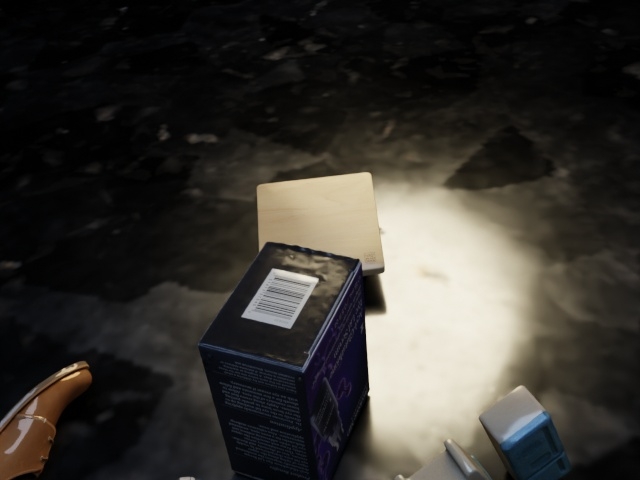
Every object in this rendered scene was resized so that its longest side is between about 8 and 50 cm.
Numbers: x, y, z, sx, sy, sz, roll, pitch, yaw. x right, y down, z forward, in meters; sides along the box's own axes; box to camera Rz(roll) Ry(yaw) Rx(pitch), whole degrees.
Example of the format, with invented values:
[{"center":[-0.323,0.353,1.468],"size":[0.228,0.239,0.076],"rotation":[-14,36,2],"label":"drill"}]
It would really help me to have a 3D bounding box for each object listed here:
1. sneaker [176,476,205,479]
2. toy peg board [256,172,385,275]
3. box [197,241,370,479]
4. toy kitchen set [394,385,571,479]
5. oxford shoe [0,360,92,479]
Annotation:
[{"center":[-0.050,0.259,0.661],"size":[0.164,0.226,0.086],"rotation":[3,82,-14],"label":"sneaker"},{"center":[0.000,0.000,1.027],"size":[0.161,0.079,0.160],"rotation":[-7,55,1],"label":"toy peg board"},{"center":[-0.026,0.131,0.756],"size":[0.108,0.207,0.153],"rotation":[11,44,20],"label":"box"},{"center":[0.158,0.271,0.662],"size":[0.207,0.122,0.166],"rotation":[-35,44,-2],"label":"toy kitchen set"},{"center":[-0.320,0.218,0.820],"size":[0.076,0.076,0.212],"rotation":[38,49,4],"label":"oxford shoe"}]
